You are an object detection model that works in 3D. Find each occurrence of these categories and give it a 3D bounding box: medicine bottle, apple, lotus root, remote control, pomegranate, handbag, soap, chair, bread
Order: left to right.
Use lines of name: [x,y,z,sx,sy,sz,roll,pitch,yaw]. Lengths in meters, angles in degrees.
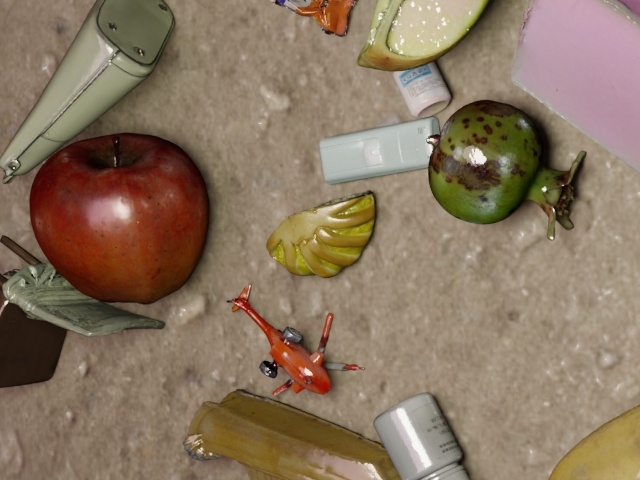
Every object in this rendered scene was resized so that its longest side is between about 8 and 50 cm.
chair: [-0.387,0.121,2.274,0.319,0.160,0.186,29,105,30]
handbag: [-0.334,-0.194,2.174,0.315,0.241,0.109,-38,107,26]
apple: [-0.247,-0.030,2.129,0.234,0.234,0.234,4,96,34]
bread: [0.000,0.000,2.045,0.157,0.083,0.094,-10,101,34]
remote control: [0.071,-0.106,2.009,0.162,0.029,0.061,-10,90,34]
medicine bottle: [0.113,-0.191,1.957,0.052,0.052,0.089,-35,71,32]
medicine bottle: [0.124,0.252,1.975,0.080,0.080,0.130,-34,76,32]
apple: [0.134,-0.301,1.882,0.120,0.193,0.265,25,92,-7]
pomegranate: [0.201,-0.080,1.860,0.169,0.148,0.148,20,105,25]
soap: [0.332,-0.177,1.753,0.259,0.081,0.181,39,144,25]
lotus root: [0.349,0.266,1.780,0.343,0.151,0.169,-35,87,33]

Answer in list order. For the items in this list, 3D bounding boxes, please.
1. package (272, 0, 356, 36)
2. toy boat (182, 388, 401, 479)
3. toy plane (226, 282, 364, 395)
package: [-0.004,-0.298,2.043,0.111,0.033,0.077,20,82,18]
toy boat: [-0.027,0.285,2.079,0.321,0.089,0.121,17,110,31]
toy plane: [-0.045,0.119,2.089,0.126,0.077,0.194,-37,64,22]
